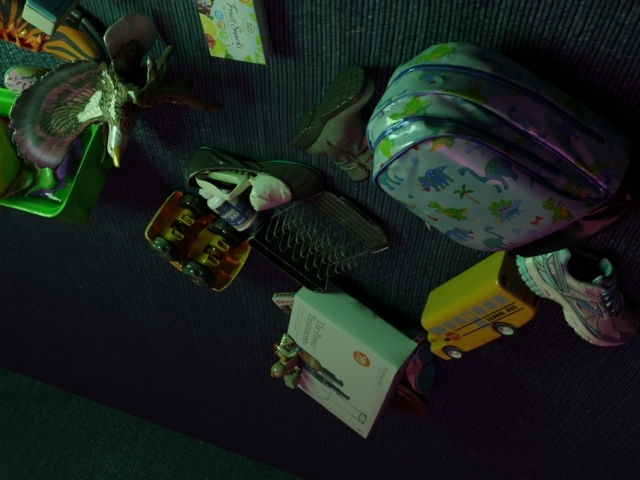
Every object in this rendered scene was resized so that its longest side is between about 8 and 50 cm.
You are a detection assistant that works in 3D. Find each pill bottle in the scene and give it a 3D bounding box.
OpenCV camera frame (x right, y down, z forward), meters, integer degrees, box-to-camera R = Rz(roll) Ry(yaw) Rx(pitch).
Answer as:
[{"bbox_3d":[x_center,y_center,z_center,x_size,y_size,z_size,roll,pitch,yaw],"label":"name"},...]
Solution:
[{"bbox_3d":[-0.191,-0.079,1.574,0.120,0.067,0.067,41,145,-26],"label":"pill bottle"}]

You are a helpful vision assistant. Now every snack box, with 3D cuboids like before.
[{"bbox_3d":[-0.034,0.151,1.861,0.178,0.022,0.064,-7,135,39],"label":"snack box"},{"bbox_3d":[-0.133,-0.342,1.169,0.100,0.037,0.141,12,147,16],"label":"snack box"}]

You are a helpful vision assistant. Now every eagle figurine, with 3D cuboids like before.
[{"bbox_3d":[-0.364,-0.229,1.310,0.298,0.225,0.226,-5,139,38],"label":"eagle figurine"}]

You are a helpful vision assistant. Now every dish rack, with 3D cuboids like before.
[{"bbox_3d":[0.000,0.000,1.564,0.208,0.074,0.271,37,146,-22],"label":"dish rack"}]

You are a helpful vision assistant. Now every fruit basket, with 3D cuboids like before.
[{"bbox_3d":[-0.641,-0.182,1.503,0.391,0.283,0.392,17,163,5],"label":"fruit basket"}]

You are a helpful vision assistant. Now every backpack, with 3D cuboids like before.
[{"bbox_3d":[0.240,-0.123,1.089,0.355,0.273,0.290,45,151,-11],"label":"backpack"}]

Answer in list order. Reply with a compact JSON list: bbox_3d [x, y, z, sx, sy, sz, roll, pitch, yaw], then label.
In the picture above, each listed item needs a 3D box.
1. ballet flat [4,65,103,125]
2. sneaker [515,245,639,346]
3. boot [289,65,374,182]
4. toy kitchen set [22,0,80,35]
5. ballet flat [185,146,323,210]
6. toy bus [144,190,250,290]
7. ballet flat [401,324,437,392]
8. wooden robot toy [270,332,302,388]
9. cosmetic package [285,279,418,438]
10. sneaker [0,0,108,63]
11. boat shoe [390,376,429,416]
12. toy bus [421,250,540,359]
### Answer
[{"bbox_3d":[-0.472,-0.258,1.394,0.077,0.079,0.221,-40,160,16],"label":"ballet flat"},{"bbox_3d":[0.485,0.093,1.355,0.283,0.110,0.122,34,144,-17],"label":"sneaker"},{"bbox_3d":[0.067,-0.185,1.253,0.161,0.084,0.246,26,155,-17],"label":"boot"},{"bbox_3d":[-0.450,-0.448,1.135,0.207,0.122,0.166,32,148,-14],"label":"toy kitchen set"},{"bbox_3d":[-0.135,-0.107,1.468,0.280,0.096,0.095,11,146,19],"label":"ballet flat"},{"bbox_3d":[-0.299,0.006,1.725,0.220,0.150,0.211,39,161,-20],"label":"toy bus"},{"bbox_3d":[0.235,0.283,1.849,0.077,0.091,0.241,41,156,34],"label":"ballet flat"},{"bbox_3d":[-0.097,0.303,1.836,0.076,0.079,0.173,30,143,29],"label":"wooden robot toy"},{"bbox_3d":[0.053,0.283,1.805,0.284,0.097,0.377,33,145,16],"label":"cosmetic package"},{"bbox_3d":[-0.534,-0.350,1.282,0.321,0.180,0.124,31,148,-13],"label":"sneaker"},{"bbox_3d":[0.179,0.348,1.949,0.257,0.095,0.095,36,144,-5],"label":"boat shoe"},{"bbox_3d":[0.313,0.135,1.528,0.130,0.108,0.332,31,148,-11],"label":"toy bus"}]
